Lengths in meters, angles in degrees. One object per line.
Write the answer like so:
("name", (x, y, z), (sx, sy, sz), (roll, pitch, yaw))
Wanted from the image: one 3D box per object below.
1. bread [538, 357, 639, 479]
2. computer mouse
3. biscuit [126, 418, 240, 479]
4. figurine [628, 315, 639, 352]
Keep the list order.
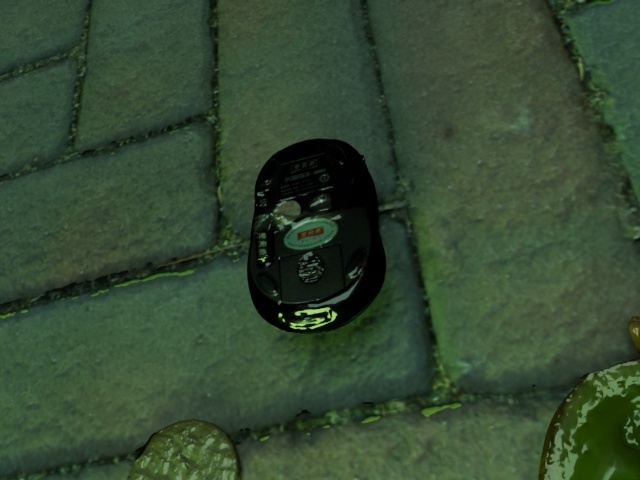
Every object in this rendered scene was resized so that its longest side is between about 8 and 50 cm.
("bread", (0.276, 0.196, 0.558), (0.236, 0.070, 0.236), (-10, 55, 14))
("computer mouse", (0.000, 0.000, 0.774), (0.137, 0.096, 0.233), (-8, 52, 10))
("biscuit", (-0.133, 0.229, 0.725), (0.120, 0.015, 0.120), (-9, 56, 14))
("figurine", (0.367, 0.036, 0.590), (0.240, 0.175, 0.115), (-9, 95, 26))
